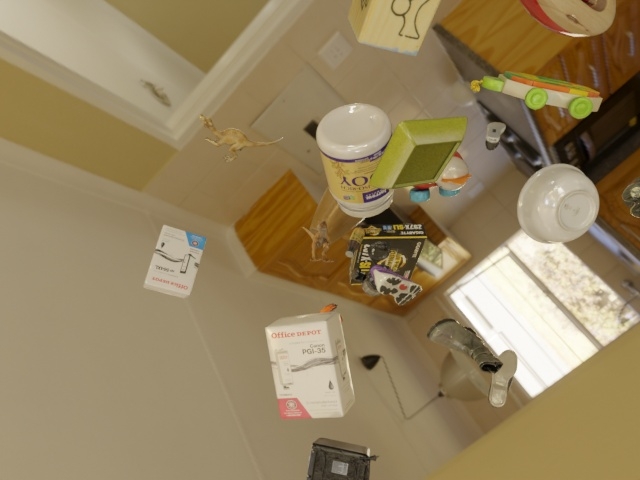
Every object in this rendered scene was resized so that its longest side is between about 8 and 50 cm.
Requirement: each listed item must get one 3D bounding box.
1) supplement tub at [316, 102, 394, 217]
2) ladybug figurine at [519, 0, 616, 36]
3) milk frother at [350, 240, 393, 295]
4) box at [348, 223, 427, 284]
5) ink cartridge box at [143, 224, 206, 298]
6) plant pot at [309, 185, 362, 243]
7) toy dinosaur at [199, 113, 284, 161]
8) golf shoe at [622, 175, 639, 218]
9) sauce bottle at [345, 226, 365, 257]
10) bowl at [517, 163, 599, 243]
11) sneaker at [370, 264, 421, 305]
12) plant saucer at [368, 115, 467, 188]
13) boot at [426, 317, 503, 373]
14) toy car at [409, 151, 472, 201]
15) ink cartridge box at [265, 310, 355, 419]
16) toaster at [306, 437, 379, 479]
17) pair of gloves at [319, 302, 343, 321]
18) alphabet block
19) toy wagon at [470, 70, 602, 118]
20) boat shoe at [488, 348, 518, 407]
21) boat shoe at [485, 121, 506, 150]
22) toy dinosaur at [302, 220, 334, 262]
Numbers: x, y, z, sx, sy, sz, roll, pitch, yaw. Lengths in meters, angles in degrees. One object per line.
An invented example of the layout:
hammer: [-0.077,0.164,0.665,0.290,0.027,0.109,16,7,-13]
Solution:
supplement tub: [0.129,-0.258,1.658,0.241,0.241,0.331,59,171,39]
ladybug figurine: [0.778,-0.817,1.613,0.450,0.304,0.162,18,166,-29]
milk frother: [0.180,0.091,1.568,0.129,0.143,0.134,38,167,4]
box: [0.256,0.060,1.971,0.321,0.258,0.079,97,172,-53]
ink cartridge box: [-0.475,0.072,1.626,0.148,0.202,0.086,18,160,-19]
plant pot: [0.070,-0.113,2.273,0.237,0.254,0.237,34,164,12]
toy dinosaur: [-0.179,-0.211,1.072,0.183,0.093,0.053,14,-117,-21]
golf shoe: [0.757,-0.132,0.994,0.120,0.273,0.105,-38,-72,-54]
sauce bottle: [0.112,0.006,1.608,0.042,0.042,0.128,42,-140,-15]
bowl: [0.861,-0.115,1.744,0.298,0.298,0.134,42,-176,-17]
sneaker: [0.177,0.097,1.161,0.170,0.068,0.071,34,-162,-46]
plant saucer: [0.222,-0.181,1.092,0.188,0.188,0.045,-11,-123,-27]
boot: [0.448,0.325,1.506,0.247,0.083,0.161,18,-158,-37]
toy car: [0.402,-0.226,1.658,0.238,0.211,0.219,-109,9,-68]
ink cartridge box: [-0.033,0.368,1.471,0.117,0.208,0.282,-13,-87,-69]
toaster: [0.054,0.629,1.323,0.186,0.167,0.110,8,172,9]
pair of gloves: [0.038,0.268,1.764,0.010,0.074,0.083,33,-148,-59]
alphabet block: [0.204,-0.663,1.388,0.193,0.197,0.193,6,-136,-19]
toy wagon: [0.608,-0.429,1.419,0.345,0.068,0.267,13,-153,2]
boat shoe: [0.616,0.471,1.693,0.075,0.206,0.065,18,156,19]
boat shoe: [0.492,-0.298,1.410,0.049,0.040,0.142,16,-143,20]
toy dinosaur: [0.000,0.000,1.264,0.211,0.064,0.112,140,131,-74]
